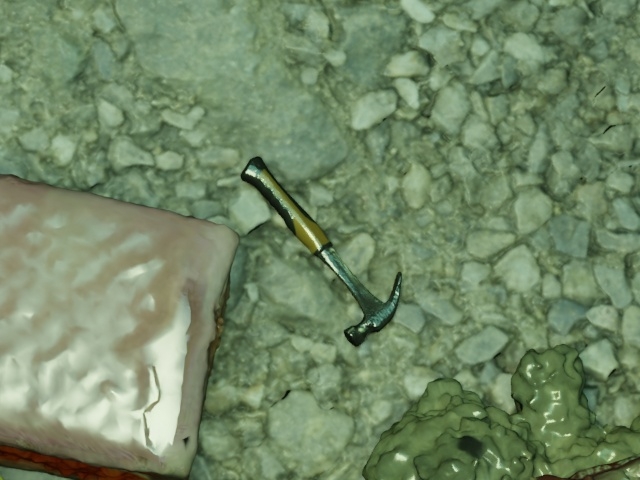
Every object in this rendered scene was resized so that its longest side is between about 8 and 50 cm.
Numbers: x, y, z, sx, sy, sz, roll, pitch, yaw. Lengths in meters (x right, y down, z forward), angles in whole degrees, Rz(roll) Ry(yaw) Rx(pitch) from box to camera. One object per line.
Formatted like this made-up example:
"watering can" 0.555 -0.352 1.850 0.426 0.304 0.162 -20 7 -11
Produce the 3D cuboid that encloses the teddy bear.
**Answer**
"teddy bear" 0.202 0.233 1.637 0.367 0.224 0.357 3 55 -2

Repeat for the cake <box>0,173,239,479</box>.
"cake" -0.234 0.079 1.625 0.309 0.237 0.230 14 73 1

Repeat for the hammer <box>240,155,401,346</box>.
"hammer" 0.000 0.000 1.777 0.078 0.021 0.201 -38 82 -14

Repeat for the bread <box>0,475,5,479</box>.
"bread" -0.320 0.244 1.634 0.129 0.114 0.111 -13 75 -8
